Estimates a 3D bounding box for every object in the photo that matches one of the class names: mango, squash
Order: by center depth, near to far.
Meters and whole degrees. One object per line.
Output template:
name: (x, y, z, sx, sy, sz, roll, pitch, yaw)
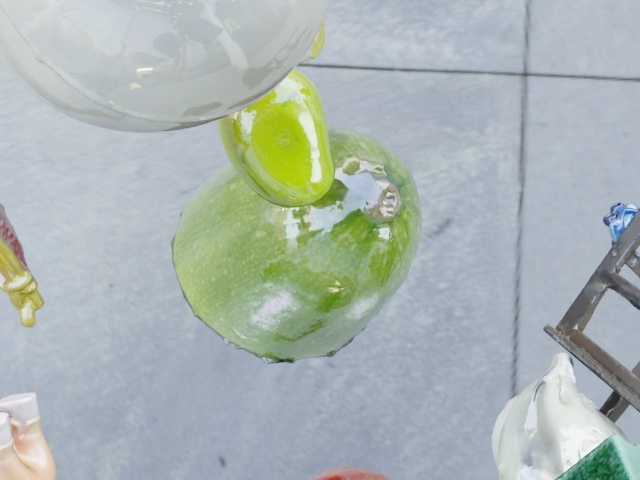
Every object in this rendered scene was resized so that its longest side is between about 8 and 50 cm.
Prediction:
mango: (-0.049, -0.112, 1.332, 0.117, 0.089, 0.163, -14, 99, -13)
squash: (-0.018, -0.024, 1.553, 0.310, 0.309, 0.310, 4, 71, -12)

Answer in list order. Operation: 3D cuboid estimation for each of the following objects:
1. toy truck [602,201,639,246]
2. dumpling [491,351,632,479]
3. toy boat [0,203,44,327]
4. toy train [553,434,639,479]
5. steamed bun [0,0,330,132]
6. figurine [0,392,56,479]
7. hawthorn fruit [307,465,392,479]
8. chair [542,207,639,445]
toy truck: (0.517, -0.040, 2.018, 0.136, 0.074, 0.063, -46, 117, -49)
dumpling: (0.282, 0.309, 1.495, 0.187, 0.243, 0.318, 0, 61, -26)
toy boat: (-0.394, -0.026, 1.142, 0.318, 0.141, 0.099, 25, 69, -14)
toy train: (0.228, 0.274, 0.766, 0.167, 0.238, 0.299, -41, 112, 18)
steamed bun: (-0.151, -0.275, 1.015, 0.334, 0.334, 0.374, -14, 91, -19)
figurine: (-0.303, 0.197, 0.984, 0.195, 0.111, 0.102, -16, 99, 23)
hawthorn fruit: (0.011, 0.354, 1.544, 0.203, 0.162, 0.162, 21, 87, -55)
chair: (0.393, 0.200, 1.563, 0.416, 0.203, 0.240, -51, 132, 4)
